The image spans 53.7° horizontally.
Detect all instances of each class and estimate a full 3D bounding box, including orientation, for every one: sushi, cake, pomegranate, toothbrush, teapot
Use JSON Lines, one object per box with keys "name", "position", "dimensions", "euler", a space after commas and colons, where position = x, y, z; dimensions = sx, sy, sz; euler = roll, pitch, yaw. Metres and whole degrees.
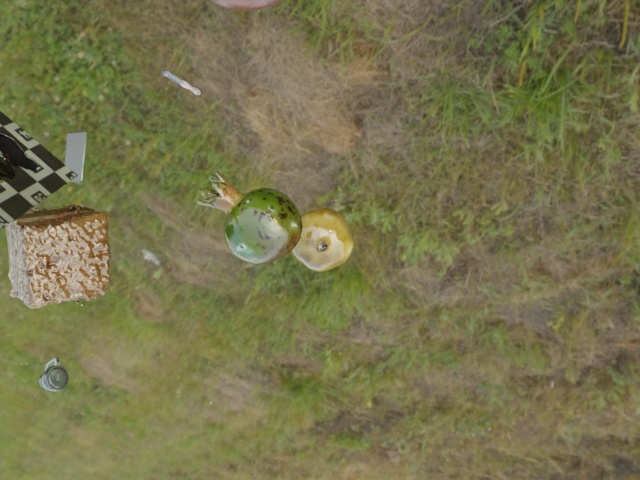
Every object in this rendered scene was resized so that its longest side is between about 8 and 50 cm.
{"name": "sushi", "position": [-0.829, -0.166, 1.568], "dimensions": [0.296, 0.373, 0.100], "euler": [43, 113, -14]}
{"name": "cake", "position": [-0.791, 0.033, 1.886], "dimensions": [0.290, 0.256, 0.281], "euler": [17, 110, 47]}
{"name": "pomegranate", "position": [-0.001, -0.003, 2.140], "dimensions": [0.233, 0.233, 0.233], "euler": [18, 149, 11]}
{"name": "toothbrush", "position": [-0.427, -0.486, 1.947], "dimensions": [0.027, 0.021, 0.269], "euler": [24, -176, 10]}
{"name": "pomegranate", "position": [-0.182, -0.058, 1.710], "dimensions": [0.231, 0.230, 0.286], "euler": [-5, 145, 41]}
{"name": "teapot", "position": [-0.712, 0.358, 1.676], "dimensions": [0.057, 0.087, 0.066], "euler": [-19, 155, 29]}

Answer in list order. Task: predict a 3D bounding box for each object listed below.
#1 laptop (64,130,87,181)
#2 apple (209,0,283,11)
{"name": "laptop", "position": [-0.873, -0.298, 2.247], "dimensions": [0.129, 0.180, 0.016], "euler": [5, -179, 38]}
{"name": "apple", "position": [-0.133, -0.597, 1.244], "dimensions": [0.306, 0.234, 0.306], "euler": [-4, 172, -1]}
